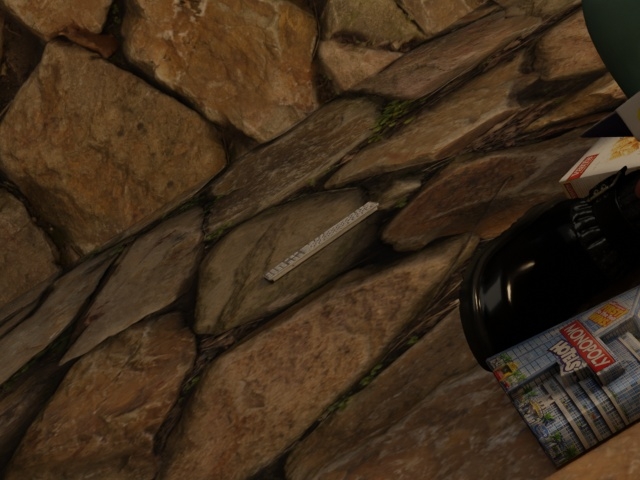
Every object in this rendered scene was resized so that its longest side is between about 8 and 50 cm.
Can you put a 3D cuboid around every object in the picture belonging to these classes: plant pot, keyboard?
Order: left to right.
[{"bbox_3d":[0.000,0.000,2.346,0.256,0.014,0.072,-35,16,-8],"label":"keyboard"},{"bbox_3d":[0.533,-0.350,1.834,0.293,0.235,0.293,-38,24,21],"label":"plant pot"}]

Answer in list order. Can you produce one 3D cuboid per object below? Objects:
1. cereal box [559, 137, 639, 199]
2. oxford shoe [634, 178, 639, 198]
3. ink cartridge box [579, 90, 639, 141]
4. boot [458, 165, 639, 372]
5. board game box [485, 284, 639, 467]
[{"bbox_3d":[0.479,-0.131,1.751,0.173,0.047,0.240,-42,18,-31],"label":"cereal box"},{"bbox_3d":[0.515,-0.089,1.316,0.348,0.130,0.123,-21,-22,0],"label":"oxford shoe"},{"bbox_3d":[0.516,-0.169,1.430,0.303,0.072,0.307,-3,-24,-31],"label":"ink cartridge box"},{"bbox_3d":[0.332,0.012,1.455,0.260,0.131,0.348,-18,21,42],"label":"boot"},{"bbox_3d":[0.292,0.132,1.304,0.194,0.060,0.194,-33,16,3],"label":"board game box"}]
